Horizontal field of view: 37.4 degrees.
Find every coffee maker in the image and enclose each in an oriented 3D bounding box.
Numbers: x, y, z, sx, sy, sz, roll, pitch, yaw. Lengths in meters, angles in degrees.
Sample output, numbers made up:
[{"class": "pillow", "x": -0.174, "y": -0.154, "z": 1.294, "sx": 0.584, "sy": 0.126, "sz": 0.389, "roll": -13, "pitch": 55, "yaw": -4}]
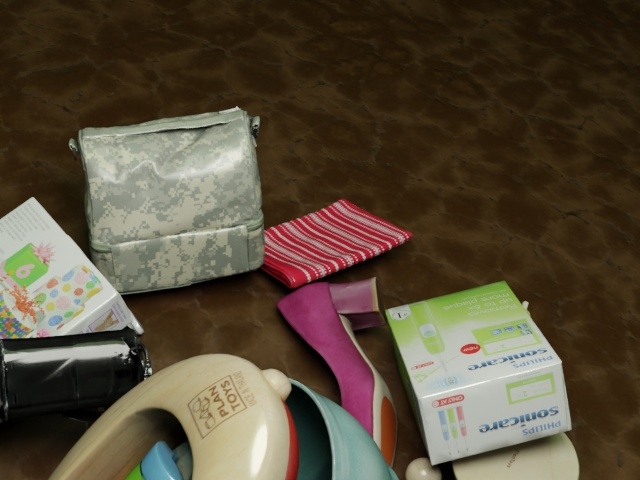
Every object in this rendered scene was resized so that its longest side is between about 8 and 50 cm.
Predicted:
[{"class": "coffee maker", "x": -0.327, "y": 0.165, "z": 1.223, "sx": 0.178, "sy": 0.171, "sz": 0.120, "roll": -4, "pitch": 64, "yaw": -26}]

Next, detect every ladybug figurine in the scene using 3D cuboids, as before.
[{"class": "ladybug figurine", "x": -0.182, "y": 0.326, "z": 1.105, "sx": 0.162, "sy": 0.449, "sz": 0.305, "roll": 37, "pitch": 12, "yaw": -43}]

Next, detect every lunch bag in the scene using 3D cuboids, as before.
[{"class": "lunch bag", "x": -0.241, "y": -0.079, "z": 1.558, "sx": 0.305, "sy": 0.256, "sz": 0.212, "roll": -8, "pitch": 32, "yaw": -9}]

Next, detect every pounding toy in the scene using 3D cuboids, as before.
[{"class": "pounding toy", "x": 0.258, "y": 0.362, "z": 1.388, "sx": 0.237, "sy": 0.110, "sz": 0.183, "roll": -23, "pitch": 49, "yaw": -19}]

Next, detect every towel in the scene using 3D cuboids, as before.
[{"class": "towel", "x": 0.000, "y": 0.000, "z": 1.694, "sx": 0.275, "sy": 0.031, "sz": 0.199, "roll": -21, "pitch": 33, "yaw": -32}]

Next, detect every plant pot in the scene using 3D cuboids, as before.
[{"class": "plant pot", "x": -0.016, "y": 0.345, "z": 1.225, "sx": 0.196, "sy": 0.293, "sz": 0.293, "roll": 27, "pitch": 32, "yaw": -37}]

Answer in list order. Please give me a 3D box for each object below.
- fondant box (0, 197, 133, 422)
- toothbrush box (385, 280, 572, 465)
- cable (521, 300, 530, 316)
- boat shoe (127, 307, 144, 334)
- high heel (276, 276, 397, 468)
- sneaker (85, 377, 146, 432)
[{"class": "fondant box", "x": -0.478, "y": 0.123, "z": 1.372, "sx": 0.330, "sy": 0.096, "sz": 0.238, "roll": -39, "pitch": 62, "yaw": -16}, {"class": "toothbrush box", "x": 0.228, "y": 0.189, "z": 1.425, "sx": 0.206, "sy": 0.122, "sz": 0.283, "roll": -14, "pitch": 23, "yaw": 0}, {"class": "cable", "x": 0.290, "y": 0.201, "z": 1.575, "sx": 0.139, "sy": 0.072, "sz": 0.287, "roll": 10, "pitch": 44, "yaw": -5}, {"class": "boat shoe", "x": -0.325, "y": 0.123, "z": 1.535, "sx": 0.035, "sy": 0.035, "sz": 0.100, "roll": -40, "pitch": 65, "yaw": -10}, {"class": "high heel", "x": 0.019, "y": 0.229, "z": 1.487, "sx": 0.181, "sy": 0.127, "sz": 0.377, "roll": -13, "pitch": 46, "yaw": 14}, {"class": "sneaker", "x": -0.267, "y": 0.265, "z": 1.358, "sx": 0.121, "sy": 0.108, "sz": 0.302, "roll": 11, "pitch": 40, "yaw": -22}]
